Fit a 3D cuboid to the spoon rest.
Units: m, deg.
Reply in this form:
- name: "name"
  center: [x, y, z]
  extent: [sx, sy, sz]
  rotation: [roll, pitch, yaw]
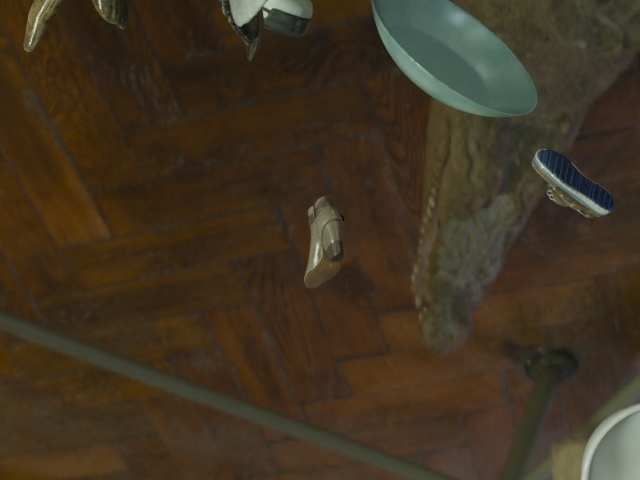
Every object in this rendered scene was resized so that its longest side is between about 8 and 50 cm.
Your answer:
- name: "spoon rest"
  center: [0.299, 0.283, 1.200]
  extent: [0.137, 0.084, 0.276]
  rotation: [19, 111, -22]

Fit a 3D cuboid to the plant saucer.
- name: "plant saucer"
  center: [0.121, -0.175, 1.122]
  extent: [0.195, 0.195, 0.037]
  rotation: [25, 124, -19]

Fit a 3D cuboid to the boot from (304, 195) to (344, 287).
- name: "boot"
  center: [0.000, 0.000, 1.531]
  extent: [0.042, 0.087, 0.118]
  rotation: [-1, 152, -29]

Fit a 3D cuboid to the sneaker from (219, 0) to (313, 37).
- name: "sneaker"
  center: [-0.096, -0.537, 1.857]
  extent: [0.169, 0.447, 0.257]
  rotation: [9, 128, -41]

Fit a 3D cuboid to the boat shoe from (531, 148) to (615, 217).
- name: "boat shoe"
  center: [0.451, -0.095, 2.130]
  extent: [0.183, 0.066, 0.066]
  rotation: [36, 140, -12]

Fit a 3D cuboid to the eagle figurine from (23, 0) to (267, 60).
- name: "eagle figurine"
  center: [-0.078, -0.263, 0.907]
  extent: [0.226, 0.298, 0.225]
  rotation: [-16, 93, 32]
